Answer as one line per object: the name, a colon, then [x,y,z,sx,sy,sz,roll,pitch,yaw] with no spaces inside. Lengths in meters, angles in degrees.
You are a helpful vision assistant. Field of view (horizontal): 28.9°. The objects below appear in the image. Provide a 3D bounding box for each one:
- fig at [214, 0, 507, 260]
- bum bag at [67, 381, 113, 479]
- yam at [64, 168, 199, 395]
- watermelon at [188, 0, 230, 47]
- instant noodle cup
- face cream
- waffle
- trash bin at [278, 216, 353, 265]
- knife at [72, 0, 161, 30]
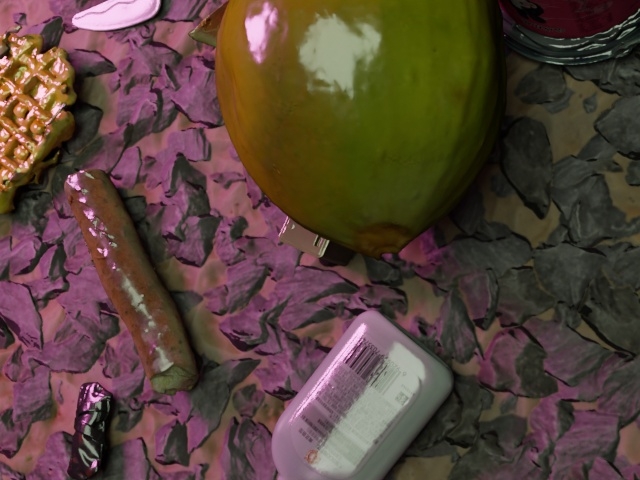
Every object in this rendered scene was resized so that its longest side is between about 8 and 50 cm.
fig: [0.050,-0.159,1.332,0.343,0.343,0.343,-4,78,21]
bum bag: [-0.288,0.238,1.548,0.058,0.034,0.124,-4,77,35]
yam: [-0.236,0.047,1.550,0.071,0.067,0.317,-38,66,25]
watermelon: [-0.077,-0.286,1.557,0.163,0.087,0.069,-32,100,14]
instant noodle cup: [0.271,-0.342,1.366,0.302,0.181,0.258,13,83,23]
face cream: [0.020,0.227,1.410,0.144,0.071,0.291,38,93,24]
waffle: [-0.447,-0.153,1.680,0.281,0.060,0.262,-5,81,22]
trash bin: [0.000,0.000,1.452,0.061,0.092,0.043,24,88,24]
knife: [-0.227,-0.323,1.645,0.244,0.032,0.058,-24,80,20]
